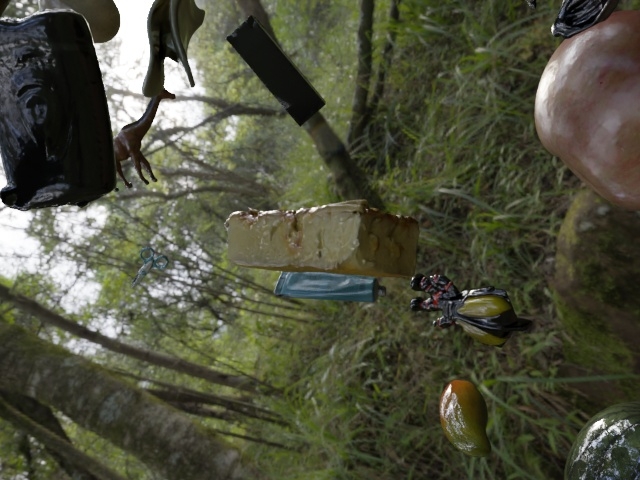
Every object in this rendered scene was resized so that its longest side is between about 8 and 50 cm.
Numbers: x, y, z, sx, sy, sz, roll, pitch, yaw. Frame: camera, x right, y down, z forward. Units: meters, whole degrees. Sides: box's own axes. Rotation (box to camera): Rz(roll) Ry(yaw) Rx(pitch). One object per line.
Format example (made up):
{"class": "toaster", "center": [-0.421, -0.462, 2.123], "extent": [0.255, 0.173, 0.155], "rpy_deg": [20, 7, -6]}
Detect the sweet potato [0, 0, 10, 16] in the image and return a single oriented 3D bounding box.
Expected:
{"class": "sweet potato", "center": [-0.360, -0.163, 0.535], "extent": [0.108, 0.079, 0.346], "rpy_deg": [-35, 41, 29]}

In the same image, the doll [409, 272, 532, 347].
{"class": "doll", "center": [0.292, 0.141, 1.113], "extent": [0.088, 0.248, 0.127], "rpy_deg": [-53, -39, -24]}

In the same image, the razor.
{"class": "razor", "center": [-0.483, -0.227, 0.988], "extent": [0.113, 0.204, 0.349], "rpy_deg": [-158, 59, -82]}

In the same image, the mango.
{"class": "mango", "center": [0.429, 0.530, 1.663], "extent": [0.129, 0.146, 0.289], "rpy_deg": [-61, -3, 21]}

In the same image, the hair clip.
{"class": "hair clip", "center": [-0.334, -0.453, 1.261], "extent": [0.172, 0.113, 0.282], "rpy_deg": [108, 163, -76]}

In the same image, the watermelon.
{"class": "watermelon", "center": [0.612, 0.486, 1.053], "extent": [0.279, 0.278, 0.360], "rpy_deg": [-58, -30, -79]}

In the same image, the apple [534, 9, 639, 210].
{"class": "apple", "center": [0.518, -0.201, 0.935], "extent": [0.269, 0.345, 0.345], "rpy_deg": [-46, -5, -1]}

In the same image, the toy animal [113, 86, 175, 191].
{"class": "toy animal", "center": [-0.445, -0.251, 1.367], "extent": [0.066, 0.224, 0.230], "rpy_deg": [-148, 43, -69]}

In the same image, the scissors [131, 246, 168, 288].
{"class": "scissors", "center": [-0.349, 0.059, 1.108], "extent": [0.119, 0.058, 0.014], "rpy_deg": [-46, 22, 32]}

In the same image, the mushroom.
{"class": "mushroom", "center": [-0.634, -0.590, 1.491], "extent": [0.206, 0.206, 0.209], "rpy_deg": [-74, -12, -45]}

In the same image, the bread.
{"class": "bread", "center": [0.000, 0.000, 0.911], "extent": [0.184, 0.274, 0.114], "rpy_deg": [12, -101, -51]}

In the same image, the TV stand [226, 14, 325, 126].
{"class": "TV stand", "center": [-0.106, -0.413, 1.363], "extent": [0.088, 0.269, 0.083], "rpy_deg": [-39, 14, 13]}

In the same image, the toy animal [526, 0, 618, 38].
{"class": "toy animal", "center": [0.319, -0.362, 0.658], "extent": [0.116, 0.179, 0.219], "rpy_deg": [-45, -58, -49]}

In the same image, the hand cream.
{"class": "hand cream", "center": [0.021, 0.093, 1.128], "extent": [0.048, 0.224, 0.083], "rpy_deg": [79, -157, -44]}
